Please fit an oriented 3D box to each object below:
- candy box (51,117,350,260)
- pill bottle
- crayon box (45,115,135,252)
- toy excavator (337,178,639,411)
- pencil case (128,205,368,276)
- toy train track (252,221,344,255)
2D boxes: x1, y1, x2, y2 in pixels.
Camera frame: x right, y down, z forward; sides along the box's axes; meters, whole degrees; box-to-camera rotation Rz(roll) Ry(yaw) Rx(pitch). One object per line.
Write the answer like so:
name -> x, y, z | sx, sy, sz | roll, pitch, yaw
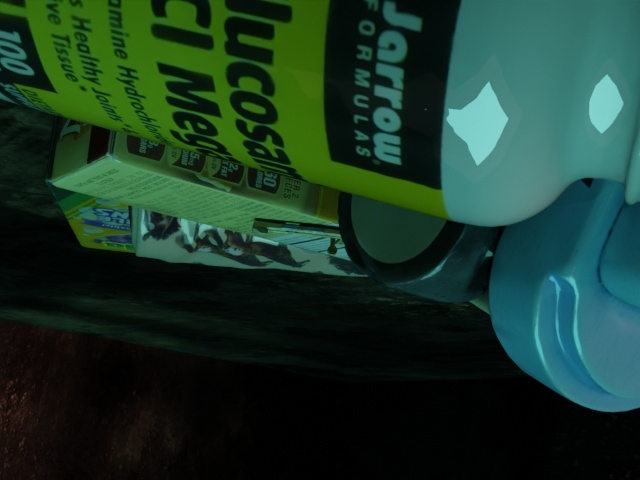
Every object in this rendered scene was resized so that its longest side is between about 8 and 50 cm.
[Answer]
candy box -> -0.002, -0.091, 0.682 | 0.316, 0.183, 0.087 | 14, 164, -35
pill bottle -> 0.018, -0.114, 0.428 | 0.334, 0.188, 0.188 | 16, 170, 18
crayon box -> -0.171, -0.044, 1.152 | 0.203, 0.083, 0.323 | 6, 167, -4
toy excavator -> 0.279, -0.077, 0.492 | 0.222, 0.433, 0.445 | 17, -170, -42
pencil case -> 0.021, -0.047, 0.916 | 0.410, 0.160, 0.183 | 6, 157, -9
toy train track -> 0.000, 0.000, 0.636 | 0.083, 0.014, 0.048 | 6, 164, -8
